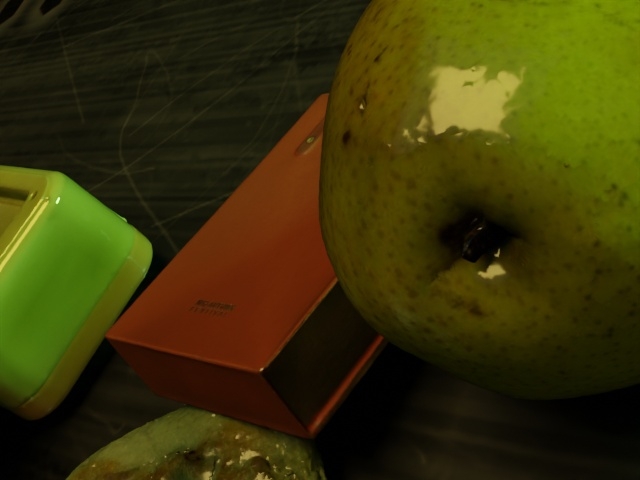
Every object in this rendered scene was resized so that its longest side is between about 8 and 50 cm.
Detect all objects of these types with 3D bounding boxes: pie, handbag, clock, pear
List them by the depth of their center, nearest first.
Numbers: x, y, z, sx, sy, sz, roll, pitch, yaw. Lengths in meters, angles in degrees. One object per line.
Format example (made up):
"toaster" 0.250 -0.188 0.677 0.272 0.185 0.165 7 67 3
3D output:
"pear" 0.092 -0.032 0.445 0.198 0.198 0.198 -29 38 26
"pie" -0.072 0.151 0.546 0.187 0.041 0.187 -24 43 25
"handbag" 0.000 0.000 0.583 0.127 0.063 0.190 6 47 50
"clock" -0.212 0.028 0.790 0.202 0.096 0.143 10 66 53

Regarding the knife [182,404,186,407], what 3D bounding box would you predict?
"knife" -0.082 0.131 0.617 0.044 0.019 0.313 18 72 51
